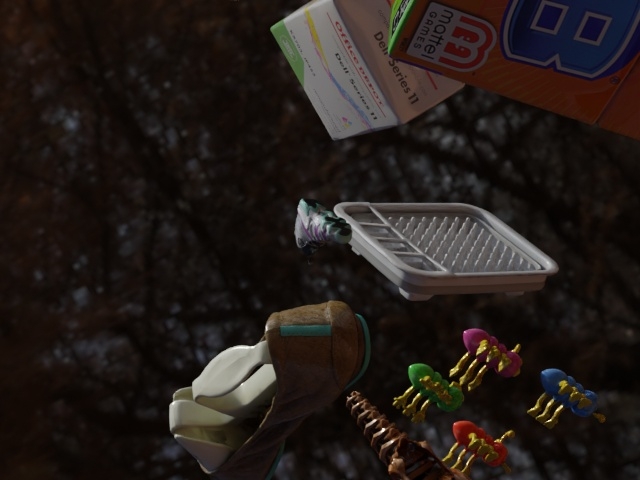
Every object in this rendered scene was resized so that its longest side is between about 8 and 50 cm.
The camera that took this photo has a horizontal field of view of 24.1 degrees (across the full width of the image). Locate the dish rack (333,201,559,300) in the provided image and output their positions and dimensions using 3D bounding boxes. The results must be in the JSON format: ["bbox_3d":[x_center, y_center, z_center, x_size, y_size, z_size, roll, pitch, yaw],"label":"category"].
[{"bbox_3d":[0.207,0.023,2.550,0.332,0.072,0.285,-2,-154,-32],"label":"dish rack"}]

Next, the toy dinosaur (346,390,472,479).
[{"bbox_3d":[0.136,0.315,1.685,0.164,0.218,0.322,-7,-110,-19],"label":"toy dinosaur"}]

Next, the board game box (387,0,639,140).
[{"bbox_3d":[0.285,-0.327,1.169,0.356,0.356,0.356,16,-135,-11],"label":"board game box"}]

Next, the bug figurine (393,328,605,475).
[{"bbox_3d":[0.236,0.213,2.013,0.216,0.279,0.072,38,-134,-13],"label":"bug figurine"}]

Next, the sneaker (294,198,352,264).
[{"bbox_3d":[0.000,0.000,1.746,0.038,0.069,0.098,5,-157,-32],"label":"sneaker"}]

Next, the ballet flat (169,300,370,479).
[{"bbox_3d":[-0.074,0.160,1.466,0.124,0.342,0.116,6,-120,-24],"label":"ballet flat"}]

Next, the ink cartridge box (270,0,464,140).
[{"bbox_3d":[0.073,-0.268,2.119,0.207,0.119,0.353,60,162,-8],"label":"ink cartridge box"}]
